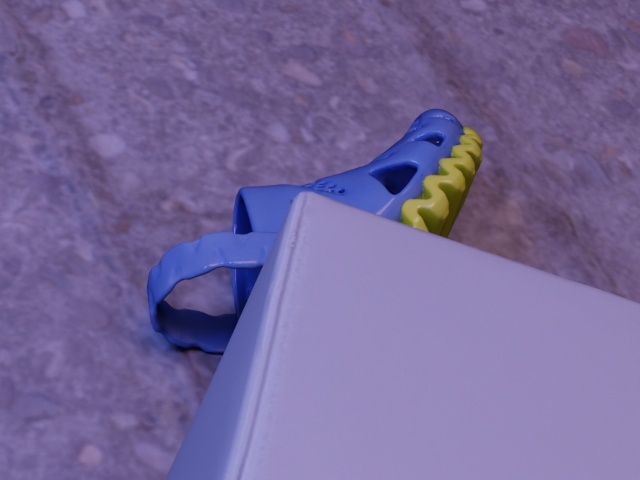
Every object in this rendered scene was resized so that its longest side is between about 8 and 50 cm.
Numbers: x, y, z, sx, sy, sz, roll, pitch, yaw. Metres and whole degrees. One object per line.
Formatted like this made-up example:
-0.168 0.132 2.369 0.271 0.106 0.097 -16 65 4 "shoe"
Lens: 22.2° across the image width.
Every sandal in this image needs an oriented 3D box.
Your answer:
0.000 0.000 1.065 0.138 0.126 0.317 31 44 12 "sandal"

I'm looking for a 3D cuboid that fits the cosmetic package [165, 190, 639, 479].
0.100 0.247 0.734 0.393 0.329 0.327 19 46 -7 "cosmetic package"
